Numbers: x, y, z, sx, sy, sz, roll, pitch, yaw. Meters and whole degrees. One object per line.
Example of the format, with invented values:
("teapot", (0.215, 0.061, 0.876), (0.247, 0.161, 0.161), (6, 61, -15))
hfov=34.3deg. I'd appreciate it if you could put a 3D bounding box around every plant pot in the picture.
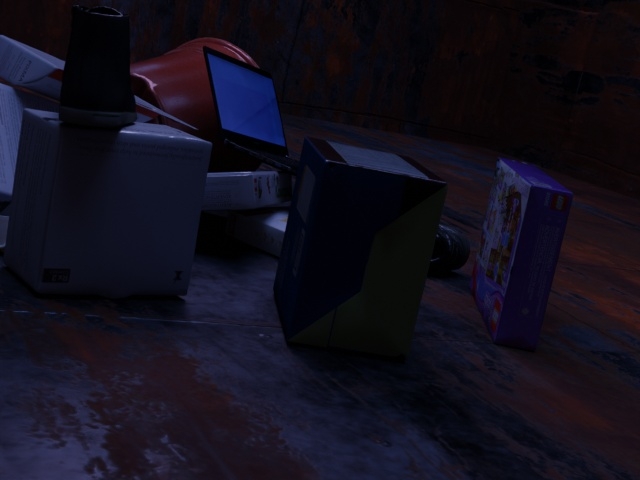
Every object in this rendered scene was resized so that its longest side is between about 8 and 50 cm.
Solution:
("plant pot", (-0.261, -0.202, 1.775), (0.272, 0.272, 0.265), (17, 21, 25))

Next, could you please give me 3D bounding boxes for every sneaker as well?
("sneaker", (0.110, -0.014, 1.615), (0.227, 0.087, 0.130), (24, 9, 26))
("sneaker", (-0.230, -0.189, 1.111), (0.083, 0.118, 0.222), (8, 10, -12))

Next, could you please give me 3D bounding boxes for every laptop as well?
("laptop", (-0.050, -0.188, 1.675), (0.264, 0.137, 0.234), (24, 8, 24))

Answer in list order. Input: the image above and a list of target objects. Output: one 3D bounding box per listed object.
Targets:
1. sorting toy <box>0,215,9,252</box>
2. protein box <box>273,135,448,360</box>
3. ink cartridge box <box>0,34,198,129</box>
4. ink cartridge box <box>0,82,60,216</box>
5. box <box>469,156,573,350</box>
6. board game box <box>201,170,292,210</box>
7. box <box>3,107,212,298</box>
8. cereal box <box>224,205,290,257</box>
("sorting toy", (-0.386, -0.012, 1.219), (0.083, 0.045, 0.075), (6, 4, -17))
("protein box", (0.036, 0.002, 1.173), (0.136, 0.200, 0.201), (10, 11, -9))
("ink cartridge box", (-0.303, -0.188, 1.365), (0.232, 0.066, 0.189), (35, 11, 38))
("ink cartridge box", (-0.373, -0.105, 1.293), (0.311, 0.065, 0.186), (14, 47, -43))
("box", (0.260, 0.007, 1.383), (0.057, 0.201, 0.293), (11, 12, 0))
("board game box", (-0.161, -0.073, 1.530), (0.193, 0.053, 0.305), (-2, 4, 9))
("box", (-0.235, -0.040, 1.141), (0.181, 0.182, 0.119), (3, 14, -37))
("cereal box", (0.000, 0.000, 1.524), (0.240, 0.047, 0.173), (22, 18, 40))
